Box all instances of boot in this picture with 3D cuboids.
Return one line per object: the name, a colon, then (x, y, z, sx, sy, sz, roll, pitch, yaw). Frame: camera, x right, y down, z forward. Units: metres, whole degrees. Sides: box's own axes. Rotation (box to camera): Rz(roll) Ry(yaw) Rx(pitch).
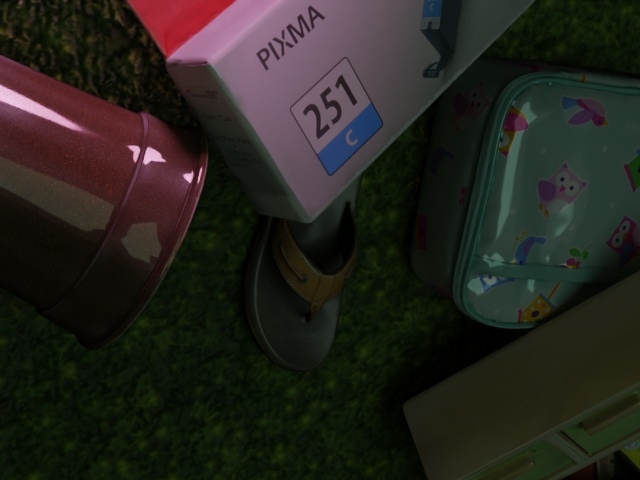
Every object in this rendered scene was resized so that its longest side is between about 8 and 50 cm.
boot: (0.225, 0.210, 1.159, 0.084, 0.059, 0.158, -5, 143, 9)

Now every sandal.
sandal: (0.000, 0.000, 0.975, 0.090, 0.060, 0.219, 11, 101, -30)

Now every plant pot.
plant pot: (-0.186, -0.037, 0.818, 0.165, 0.167, 0.167, 28, 92, -23)

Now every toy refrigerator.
toy refrigerator: (0.213, 0.122, 1.019, 0.269, 0.094, 0.102, -31, 143, 17)

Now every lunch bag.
lunch bag: (0.219, -0.031, 1.052, 0.279, 0.108, 0.224, 4, 104, -29)

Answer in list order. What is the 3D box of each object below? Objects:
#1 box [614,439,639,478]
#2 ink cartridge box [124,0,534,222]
box: (0.317, 0.165, 1.206, 0.105, 0.043, 0.179, -49, 119, -6)
ink cartridge box: (0.009, -0.204, 0.866, 0.296, 0.066, 0.261, -46, 121, -23)
